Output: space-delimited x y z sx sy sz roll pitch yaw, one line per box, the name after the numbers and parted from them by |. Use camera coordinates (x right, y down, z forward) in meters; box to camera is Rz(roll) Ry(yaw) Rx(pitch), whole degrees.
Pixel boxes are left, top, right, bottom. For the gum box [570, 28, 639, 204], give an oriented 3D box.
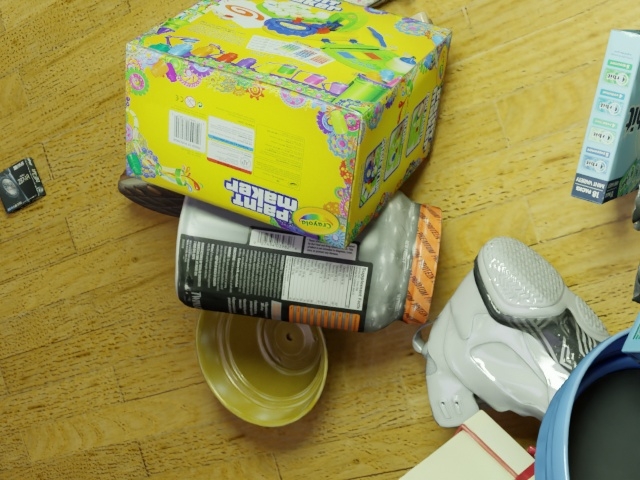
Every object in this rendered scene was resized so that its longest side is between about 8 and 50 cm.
0.342 -0.141 1.270 0.041 0.157 0.184 18 108 27 | gum box

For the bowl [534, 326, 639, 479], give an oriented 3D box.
0.396 0.280 1.197 0.391 0.391 0.077 57 144 10 | bowl

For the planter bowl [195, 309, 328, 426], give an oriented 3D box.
-0.063 0.145 1.599 0.217 0.090 0.217 6 102 29 | planter bowl

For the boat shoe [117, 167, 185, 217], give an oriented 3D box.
-0.140 -0.108 1.595 0.324 0.123 0.116 -6 62 28 | boat shoe

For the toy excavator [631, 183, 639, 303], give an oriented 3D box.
0.499 -0.160 1.149 0.222 0.445 0.433 20 153 24 | toy excavator

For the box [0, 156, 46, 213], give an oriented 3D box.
-0.489 -0.089 1.849 0.083 0.018 0.067 -23 87 32 | box

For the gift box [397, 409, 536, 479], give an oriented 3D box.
0.178 0.392 1.305 0.276 0.258 0.255 46 132 15 | gift box

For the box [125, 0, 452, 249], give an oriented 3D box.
-0.035 -0.166 1.357 0.290 0.279 0.177 19 126 19 | box

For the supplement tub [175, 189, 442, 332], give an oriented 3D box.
-0.013 0.011 1.439 0.316 0.193 0.193 8 105 1 | supplement tub

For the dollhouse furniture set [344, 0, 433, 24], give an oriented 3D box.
-0.065 -0.350 1.462 0.303 0.174 0.355 -23 87 32 | dollhouse furniture set

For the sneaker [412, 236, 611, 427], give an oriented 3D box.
0.270 0.190 1.391 0.210 0.137 0.366 -48 70 30 | sneaker

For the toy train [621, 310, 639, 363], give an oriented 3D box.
0.407 0.126 1.170 0.184 0.105 0.080 31 78 -13 | toy train
